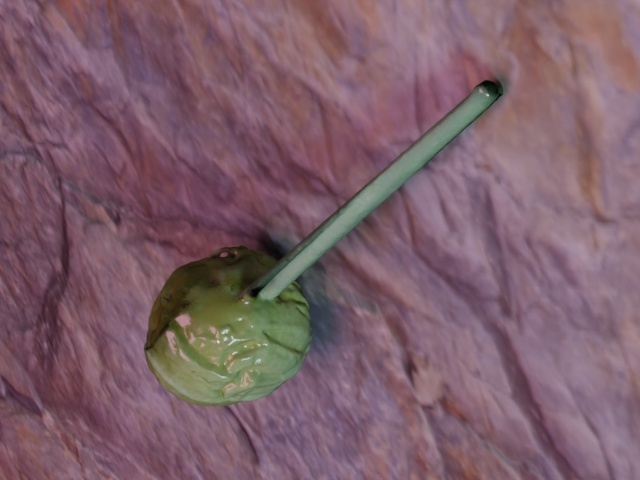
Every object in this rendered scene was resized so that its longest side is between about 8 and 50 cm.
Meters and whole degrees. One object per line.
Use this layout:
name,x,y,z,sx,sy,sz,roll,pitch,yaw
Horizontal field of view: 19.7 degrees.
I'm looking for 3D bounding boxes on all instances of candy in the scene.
candy,0.000,0.000,0.950,0.093,0.092,0.335,23,146,-17
